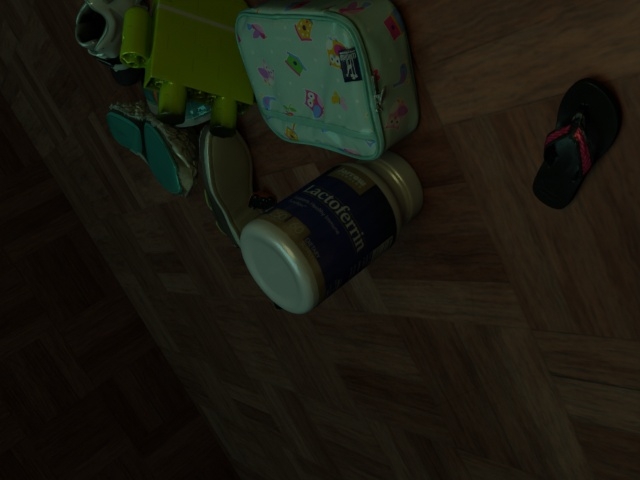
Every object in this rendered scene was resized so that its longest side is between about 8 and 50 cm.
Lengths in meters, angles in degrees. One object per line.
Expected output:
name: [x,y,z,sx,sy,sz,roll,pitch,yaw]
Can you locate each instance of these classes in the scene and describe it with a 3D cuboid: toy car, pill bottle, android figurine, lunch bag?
toy car: [-0.127,-0.057,1.333,0.041,0.060,0.122,-109,16,-50]
pill bottle: [0.024,-0.023,0.920,0.153,0.264,0.153,36,146,29]
android figurine: [-0.187,-0.302,0.980,0.056,0.248,0.273,-27,60,56]
lunch bag: [0.007,-0.233,0.885,0.279,0.108,0.224,24,139,43]

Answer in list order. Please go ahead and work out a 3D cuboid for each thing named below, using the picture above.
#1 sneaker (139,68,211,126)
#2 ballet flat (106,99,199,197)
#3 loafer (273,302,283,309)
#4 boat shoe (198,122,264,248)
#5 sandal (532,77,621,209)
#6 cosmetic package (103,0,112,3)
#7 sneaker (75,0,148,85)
sneaker: [-0.291,-0.313,1.251,0.302,0.108,0.121,22,142,46]
ballet flat: [-0.353,-0.234,1.397,0.409,0.147,0.147,38,148,41]
loafer: [-0.072,0.134,1.454,0.056,0.050,0.148,49,151,10]
boat shoe: [-0.199,-0.114,1.321,0.096,0.116,0.324,26,146,37]
sandal: [0.278,-0.096,0.691,0.067,0.040,0.179,39,148,27]
cosmetic package: [-0.409,-0.559,1.049,0.160,0.113,0.309,52,174,3]
sneaker: [-0.468,-0.443,1.347,0.122,0.146,0.330,48,152,9]
